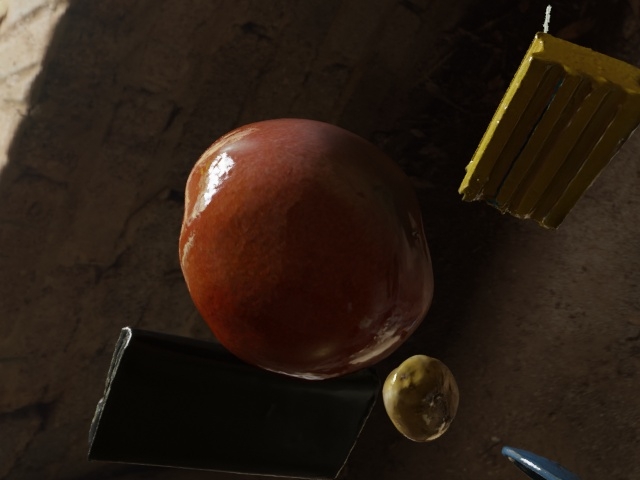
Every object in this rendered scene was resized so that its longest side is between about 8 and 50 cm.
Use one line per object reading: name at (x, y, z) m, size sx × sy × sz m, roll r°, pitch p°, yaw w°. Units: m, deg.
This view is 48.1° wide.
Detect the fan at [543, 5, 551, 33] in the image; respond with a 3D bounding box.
fan at (0.493, -0.357, 1.596) m, size 0.191 × 0.009 × 0.329 m, roll -167°, pitch 81°, yaw -69°

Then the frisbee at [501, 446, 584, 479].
frisbee at (0.468, 0.458, 1.318) m, size 0.289 × 0.289 × 0.049 m, roll 30°, pitch 79°, yaw 36°

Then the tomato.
tomato at (0.000, 0.000, 0.893) m, size 0.273 × 0.341 × 0.341 m, roll -23°, pitch 72°, yaw 33°

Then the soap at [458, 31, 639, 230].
soap at (0.388, -0.173, 1.226) m, size 0.204 × 0.096 × 0.324 m, roll 22°, pitch 139°, yaw 2°

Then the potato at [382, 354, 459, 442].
potato at (0.082, 0.127, 0.589) m, size 0.062 × 0.083 × 0.068 m, roll 4°, pitch 62°, yaw 12°

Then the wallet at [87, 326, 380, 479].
wallet at (-0.125, 0.259, 1.092) m, size 0.228 × 0.406 × 0.062 m, roll -67°, pitch 24°, yaw 22°
